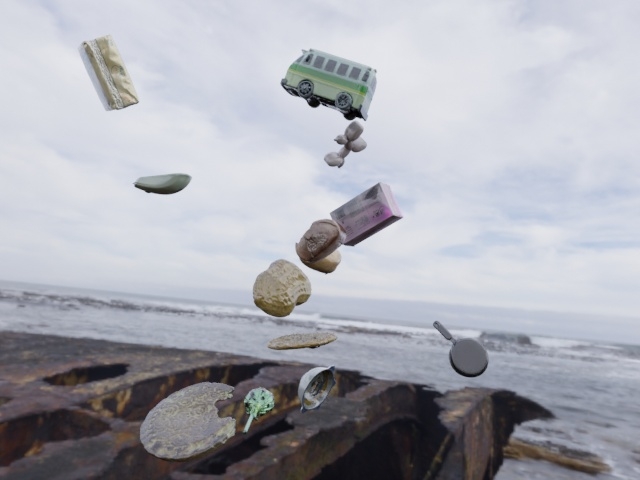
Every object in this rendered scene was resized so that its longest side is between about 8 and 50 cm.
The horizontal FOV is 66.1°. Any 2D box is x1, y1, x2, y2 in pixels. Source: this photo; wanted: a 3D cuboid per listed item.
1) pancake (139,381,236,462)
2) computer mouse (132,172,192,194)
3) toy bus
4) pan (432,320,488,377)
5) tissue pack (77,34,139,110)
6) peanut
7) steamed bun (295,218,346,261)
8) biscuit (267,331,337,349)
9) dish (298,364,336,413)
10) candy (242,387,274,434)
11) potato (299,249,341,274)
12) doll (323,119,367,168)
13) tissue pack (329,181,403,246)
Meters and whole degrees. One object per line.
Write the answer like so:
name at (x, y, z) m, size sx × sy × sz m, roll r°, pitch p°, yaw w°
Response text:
pancake at (-0.332, 0.468, 1.293) m, size 0.288 × 0.033 × 0.286 m, roll 7°, pitch 22°, yaw 37°
computer mouse at (-0.472, -0.163, 1.462) m, size 0.181 × 0.056 × 0.089 m, roll -4°, pitch -9°, yaw 3°
toy bus at (0.033, -0.489, 1.530) m, size 0.276 × 0.165 × 0.133 m, roll 23°, pitch 4°, yaw 13°
pan at (0.480, 0.369, 1.715) m, size 0.235 × 0.136 × 0.028 m, roll 46°, pitch -13°, yaw 22°
tissue pack at (-0.617, -0.481, 1.434) m, size 0.092 × 0.196 × 0.148 m, roll -28°, pitch 25°, yaw -26°
peanut at (-0.145, 0.177, 1.806) m, size 0.233 × 0.197 × 0.110 m, roll -37°, pitch -9°, yaw -46°
steamed bun at (0.000, 0.000, 1.652) m, size 0.175 × 0.106 × 0.145 m, roll -41°, pitch -13°, yaw 9°
biscuit at (-0.056, 0.307, 1.504) m, size 0.219 × 0.033 × 0.220 m, roll -6°, pitch -3°, yaw 0°
dish at (-0.035, 0.668, 2.251) m, size 0.086 × 0.228 × 0.236 m, roll 26°, pitch 48°, yaw 38°
candy at (-0.186, 0.494, 1.407) m, size 0.091 × 0.083 × 0.305 m, roll -12°, pitch -2°, yaw -1°
potato at (0.001, 0.082, 2.126) m, size 0.161 × 0.128 × 0.234 m, roll 6°, pitch -2°, yaw 15°
doll at (0.082, -0.311, 1.663) m, size 0.160 × 0.059 × 0.161 m, roll -35°, pitch -25°, yaw -5°
tissue pack at (0.172, -0.093, 1.869) m, size 0.246 × 0.149 × 0.092 m, roll -30°, pitch -21°, yaw 28°
